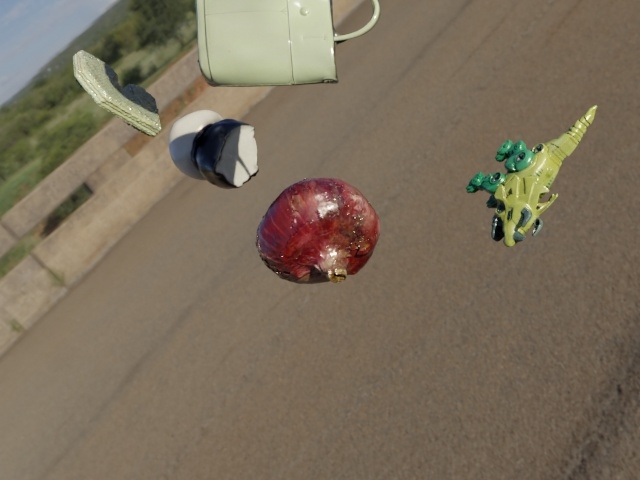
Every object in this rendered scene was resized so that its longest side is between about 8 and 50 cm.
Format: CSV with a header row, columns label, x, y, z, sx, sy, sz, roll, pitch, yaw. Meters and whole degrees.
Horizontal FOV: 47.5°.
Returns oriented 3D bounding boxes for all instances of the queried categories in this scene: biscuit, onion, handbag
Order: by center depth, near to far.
label,x,y,z,sx,sy,sz,roll,pitch,yaw
handbag,-0.055,-0.373,1.248,0.315,0.241,0.109,-5,-9,2
onion,0.000,0.000,1.436,0.252,0.252,0.219,-31,48,17
biscuit,-0.512,-0.371,1.843,0.046,0.250,0.147,-36,49,22

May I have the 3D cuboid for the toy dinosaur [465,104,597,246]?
label,x,y,z,sx,sy,sz,roll,pitch,yaw
toy dinosaur,0.339,-0.113,1.160,0.259,0.094,0.153,-56,31,2

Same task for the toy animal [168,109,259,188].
label,x,y,z,sx,sy,sz,roll,pitch,yaw
toy animal,-0.286,-0.238,1.885,0.235,0.187,0.165,21,34,39
